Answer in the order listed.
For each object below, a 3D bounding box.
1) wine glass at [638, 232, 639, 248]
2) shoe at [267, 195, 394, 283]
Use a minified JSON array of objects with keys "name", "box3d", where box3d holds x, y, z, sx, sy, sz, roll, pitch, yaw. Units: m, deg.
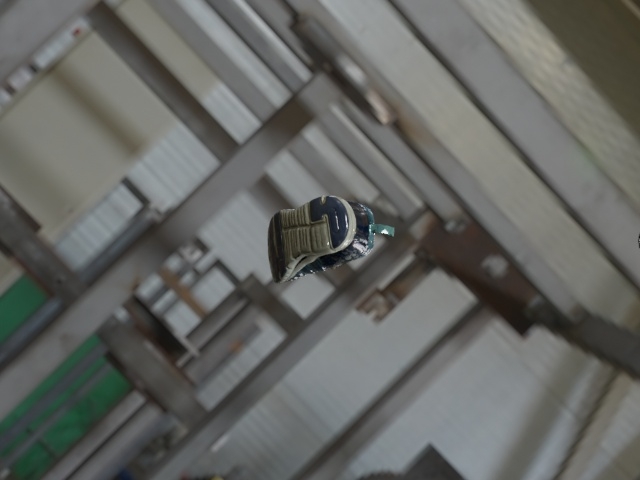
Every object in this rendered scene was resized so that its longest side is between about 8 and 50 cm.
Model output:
[{"name":"wine glass","box3d":[0.324,-0.083,1.169,0.103,0.231,0.103,26,-15,7]},{"name":"shoe","box3d":[0.000,0.000,1.378,0.071,0.064,0.143,7,-20,-34]}]
